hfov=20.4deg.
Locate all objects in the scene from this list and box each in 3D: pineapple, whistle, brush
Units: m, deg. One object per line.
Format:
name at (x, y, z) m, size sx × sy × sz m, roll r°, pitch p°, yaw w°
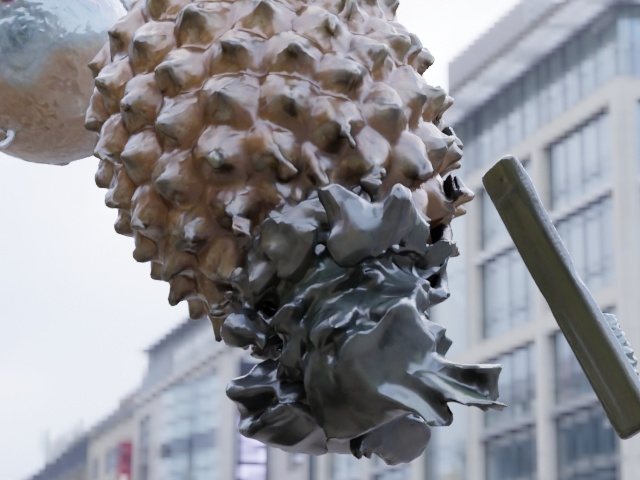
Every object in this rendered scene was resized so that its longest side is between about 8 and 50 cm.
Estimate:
pineapple at (-0.002, 0.001, 0.957) m, size 0.223 × 0.357 × 0.223 m, roll -10°, pitch -49°, yaw -12°
whistle at (-0.219, -0.202, 1.580) m, size 0.189 × 0.348 × 0.189 m, roll 15°, pitch -42°, yaw 14°
brush at (0.155, 0.031, 1.087) m, size 0.028 × 0.190 × 0.034 m, roll -8°, pitch -27°, yaw -42°
